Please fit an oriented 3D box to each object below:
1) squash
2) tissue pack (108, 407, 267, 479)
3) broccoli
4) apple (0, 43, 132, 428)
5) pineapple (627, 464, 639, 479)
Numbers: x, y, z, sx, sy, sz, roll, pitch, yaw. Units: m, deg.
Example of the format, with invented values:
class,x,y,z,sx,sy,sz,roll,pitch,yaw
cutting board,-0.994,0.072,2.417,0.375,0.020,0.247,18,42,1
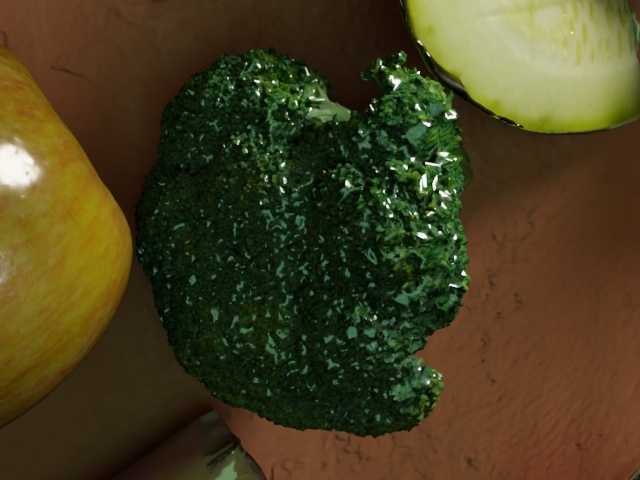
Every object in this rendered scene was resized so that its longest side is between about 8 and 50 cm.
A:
class,x,y,z,sx,sy,sz,roll,pitch,yaw
squash,0.137,-0.158,0.803,0.204,0.155,0.237,-20,104,-6
tissue pack,-0.121,0.279,0.872,0.256,0.123,0.215,-35,106,-10
broccoli,0.000,0.000,0.794,0.241,0.261,0.269,-49,117,-38
apple,-0.241,-0.005,0.712,0.264,0.264,0.264,-3,104,-11
pineapple,0.184,0.309,0.955,0.161,0.158,0.334,9,100,26
